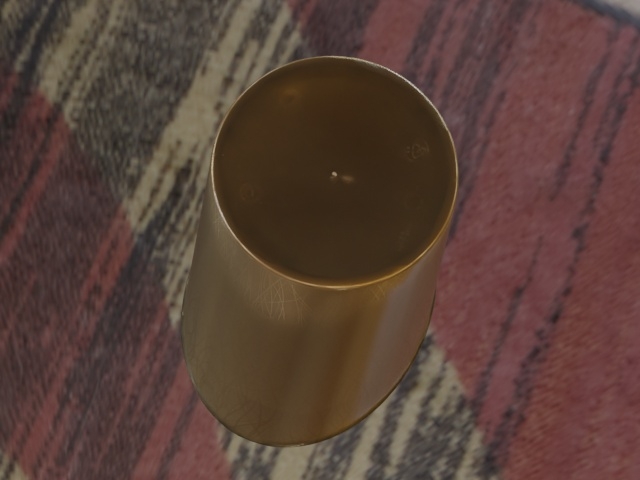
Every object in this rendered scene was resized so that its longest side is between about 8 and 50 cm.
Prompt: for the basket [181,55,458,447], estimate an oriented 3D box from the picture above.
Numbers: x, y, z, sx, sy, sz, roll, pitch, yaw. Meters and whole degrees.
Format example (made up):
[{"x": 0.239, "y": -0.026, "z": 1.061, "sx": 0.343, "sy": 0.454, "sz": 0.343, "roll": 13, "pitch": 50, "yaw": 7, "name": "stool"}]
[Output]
[{"x": 0.000, "y": 0.000, "z": 0.951, "sx": 0.154, "sy": 0.227, "sz": 0.204, "roll": 22, "pitch": 73, "yaw": 4, "name": "basket"}]
